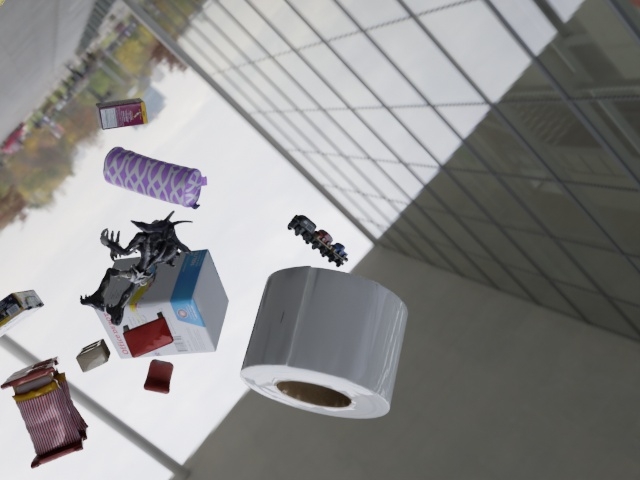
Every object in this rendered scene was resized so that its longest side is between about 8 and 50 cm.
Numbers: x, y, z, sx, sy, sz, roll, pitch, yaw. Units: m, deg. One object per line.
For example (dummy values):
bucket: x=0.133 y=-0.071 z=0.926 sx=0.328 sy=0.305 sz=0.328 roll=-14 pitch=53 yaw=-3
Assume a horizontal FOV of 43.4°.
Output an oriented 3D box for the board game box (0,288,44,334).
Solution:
board game box: x=-0.679 y=0.171 z=1.682 sx=0.170 sy=0.048 sz=0.141 roll=-36 pitch=-178 yaw=-3

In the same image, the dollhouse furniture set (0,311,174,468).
dollhouse furniture set: x=-0.493 y=0.328 z=1.805 sx=0.374 sy=0.201 sz=0.152 roll=-22 pitch=-174 yaw=-9

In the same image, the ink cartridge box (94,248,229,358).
ink cartridge box: x=-0.409 y=0.167 z=2.100 sx=0.270 sy=0.198 sz=0.197 roll=-6 pitch=-142 yaw=12

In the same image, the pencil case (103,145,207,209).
pencil case: x=-0.333 y=-0.130 z=1.612 sx=0.088 sy=0.206 sz=0.086 roll=-56 pitch=159 yaw=-49

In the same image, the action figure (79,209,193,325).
action figure: x=-0.382 y=0.033 z=1.660 sx=0.275 sy=0.164 sz=0.141 roll=-51 pitch=-134 yaw=7

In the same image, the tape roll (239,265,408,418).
tape roll: x=0.008 y=0.170 z=1.296 sx=0.246 sy=0.246 sz=0.169 roll=-21 pitch=-132 yaw=51

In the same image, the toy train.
toy train: x=0.000 y=0.000 z=1.251 sx=0.027 sy=0.158 sz=0.036 roll=29 pitch=-97 yaw=39

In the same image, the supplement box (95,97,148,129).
supplement box: x=-0.364 y=-0.232 z=1.470 sx=0.083 sy=0.043 sz=0.055 roll=-11 pitch=-157 yaw=-18

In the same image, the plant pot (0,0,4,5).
plant pot: x=-0.790 y=-0.586 z=1.611 sx=0.254 sy=0.254 sz=0.239 roll=-42 pitch=163 yaw=13
